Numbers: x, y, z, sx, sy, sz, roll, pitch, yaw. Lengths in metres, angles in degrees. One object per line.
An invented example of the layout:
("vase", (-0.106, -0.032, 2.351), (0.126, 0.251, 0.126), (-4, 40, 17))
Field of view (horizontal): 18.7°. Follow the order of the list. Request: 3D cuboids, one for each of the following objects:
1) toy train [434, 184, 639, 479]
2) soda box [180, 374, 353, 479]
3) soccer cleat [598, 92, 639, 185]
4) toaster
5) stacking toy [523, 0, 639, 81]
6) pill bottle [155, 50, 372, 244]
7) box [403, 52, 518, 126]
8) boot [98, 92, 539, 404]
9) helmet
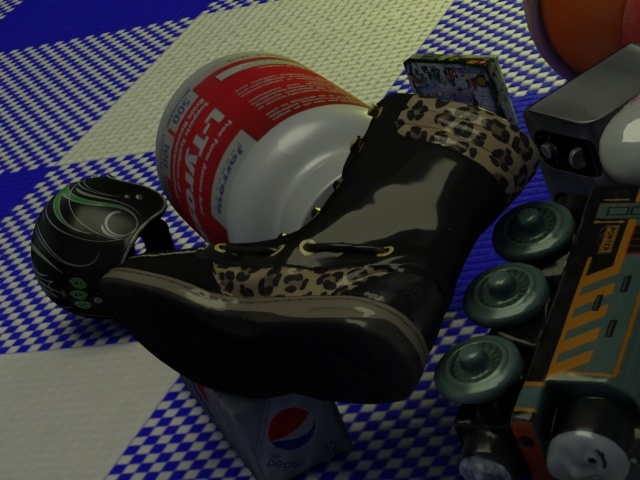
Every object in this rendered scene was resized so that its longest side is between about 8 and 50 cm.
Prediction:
("toy train", (0.226, 0.081, 1.690), (0.190, 0.142, 0.334), (-1, 42, 28))
("soda box", (-0.072, 0.133, 1.907), (0.098, 0.091, 0.286), (-26, 25, -10))
("soccer cleat", (0.410, -0.144, 1.788), (0.331, 0.143, 0.116), (-19, 66, -13))
("toaster", (0.319, -0.096, 1.986), (0.185, 0.168, 0.110), (-32, 29, -21))
("stacking toy", (0.467, -0.219, 2.057), (0.350, 0.351, 0.480), (-27, 43, -12))
("pill bottle", (-0.017, -0.054, 2.082), (0.229, 0.229, 0.407), (-26, 25, -12))
("box", (0.169, -0.178, 2.356), (0.137, 0.094, 0.027), (7, 36, 47))
("boot", (0.000, 0.000, 1.774), (0.377, 0.138, 0.284), (3, 46, 45))
("helmet", (-0.250, 0.007, 2.224), (0.161, 0.169, 0.169), (17, 41, 29))
